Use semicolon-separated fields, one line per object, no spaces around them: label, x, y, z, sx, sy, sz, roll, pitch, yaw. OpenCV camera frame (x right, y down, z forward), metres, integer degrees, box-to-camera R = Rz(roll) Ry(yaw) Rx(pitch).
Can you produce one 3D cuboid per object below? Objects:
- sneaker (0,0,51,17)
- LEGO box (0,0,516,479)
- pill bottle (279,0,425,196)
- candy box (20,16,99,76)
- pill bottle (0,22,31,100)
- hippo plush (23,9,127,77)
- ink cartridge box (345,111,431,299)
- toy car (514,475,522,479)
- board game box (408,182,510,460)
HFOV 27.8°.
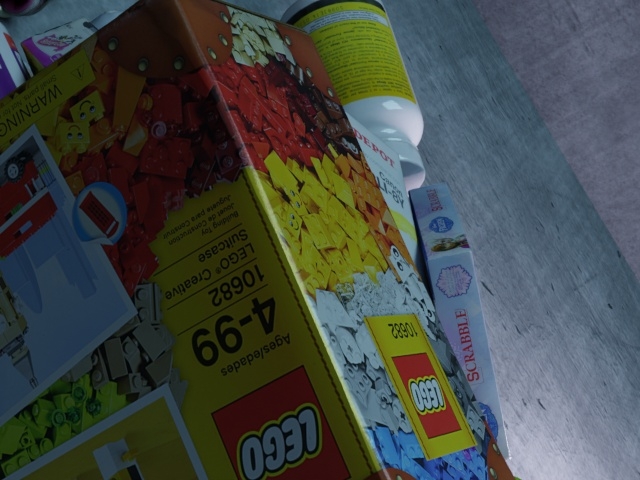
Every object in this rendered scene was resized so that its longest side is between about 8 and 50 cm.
sneaker;-0.350;-0.311;1.508;0.252;0.103;0.111;-16;81;-58
LEGO box;-0.170;0.124;0.885;0.193;0.500;0.372;3;60;-62
pill bottle;0.054;-0.224;2.050;0.188;0.188;0.334;26;41;-51
candy box;-0.195;-0.077;1.215;0.159;0.071;0.233;41;-28;58
pill bottle;-0.308;-0.033;1.173;0.323;0.181;0.181;63;25;6
hippo plush;-0.208;-0.113;1.379;0.294;0.236;0.234;25;41;-51
ink cartridge box;0.000;0.000;1.692;0.279;0.160;0.385;35;34;-43
toy car;0.159;0.351;1.693;0.188;0.155;0.149;41;28;-10
board game box;0.198;0.112;1.877;0.319;0.066;0.318;-91;169;-71
